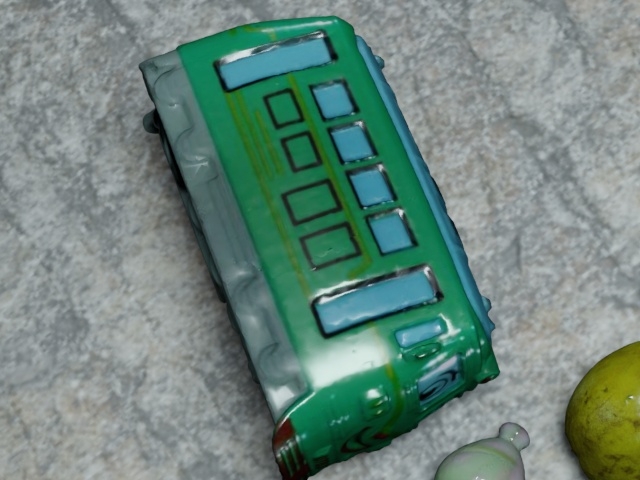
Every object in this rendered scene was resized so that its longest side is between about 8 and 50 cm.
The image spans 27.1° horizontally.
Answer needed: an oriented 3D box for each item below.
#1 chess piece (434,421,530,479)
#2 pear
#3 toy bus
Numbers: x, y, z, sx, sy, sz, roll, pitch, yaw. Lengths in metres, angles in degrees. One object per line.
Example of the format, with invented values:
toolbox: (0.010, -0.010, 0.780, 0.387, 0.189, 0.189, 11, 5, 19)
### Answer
chess piece: (0.080, 0.244, 0.976, 0.139, 0.139, 0.271, 31, 66, 17)
pear: (0.240, 0.131, 0.988, 0.131, 0.107, 0.107, -34, 66, 26)
toy bus: (0.000, 0.000, 1.037, 0.200, 0.183, 0.343, -20, 69, -5)
